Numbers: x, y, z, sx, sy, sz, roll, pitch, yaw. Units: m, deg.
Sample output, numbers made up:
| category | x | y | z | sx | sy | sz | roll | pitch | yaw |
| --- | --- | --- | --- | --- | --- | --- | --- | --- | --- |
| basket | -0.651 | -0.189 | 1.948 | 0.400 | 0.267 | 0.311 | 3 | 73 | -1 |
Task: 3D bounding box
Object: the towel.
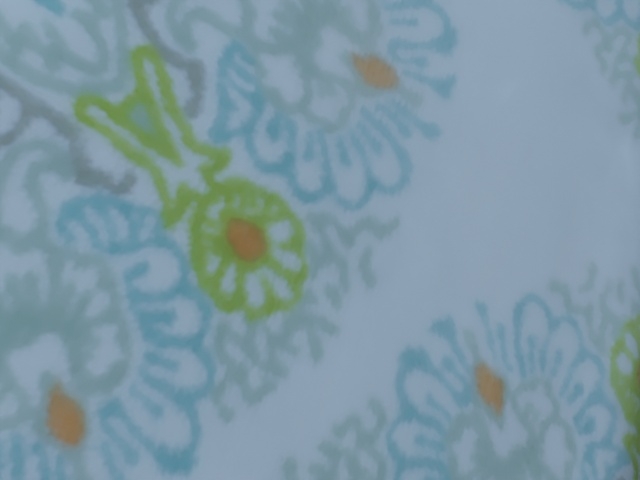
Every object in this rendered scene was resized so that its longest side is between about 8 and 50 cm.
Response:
| category | x | y | z | sx | sy | sz | roll | pitch | yaw |
| --- | --- | --- | --- | --- | --- | --- | --- | --- | --- |
| towel | -0.015 | -0.024 | 0.391 | 0.374 | 0.090 | 0.321 | 25 | 70 | -26 |
